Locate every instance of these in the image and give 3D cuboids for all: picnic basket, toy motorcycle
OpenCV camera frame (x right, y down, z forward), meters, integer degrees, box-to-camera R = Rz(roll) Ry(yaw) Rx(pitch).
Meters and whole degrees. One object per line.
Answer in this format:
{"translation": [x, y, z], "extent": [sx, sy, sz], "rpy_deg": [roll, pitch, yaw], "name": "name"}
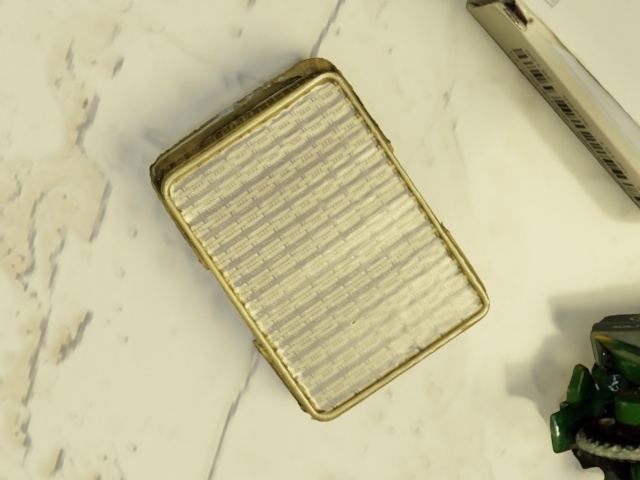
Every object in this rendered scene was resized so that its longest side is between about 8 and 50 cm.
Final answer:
{"translation": [0.000, 0.000, 1.000], "extent": [0.115, 0.079, 0.164], "rpy_deg": [-34, 98, 1], "name": "picnic basket"}
{"translation": [0.260, 0.083, 0.995], "extent": [0.274, 0.187, 0.125], "rpy_deg": [-2, 99, 15], "name": "toy motorcycle"}

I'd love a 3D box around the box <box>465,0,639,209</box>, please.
{"translation": [0.243, -0.164, 0.964], "extent": [0.333, 0.145, 0.173], "rpy_deg": [-44, 96, 1], "name": "box"}
